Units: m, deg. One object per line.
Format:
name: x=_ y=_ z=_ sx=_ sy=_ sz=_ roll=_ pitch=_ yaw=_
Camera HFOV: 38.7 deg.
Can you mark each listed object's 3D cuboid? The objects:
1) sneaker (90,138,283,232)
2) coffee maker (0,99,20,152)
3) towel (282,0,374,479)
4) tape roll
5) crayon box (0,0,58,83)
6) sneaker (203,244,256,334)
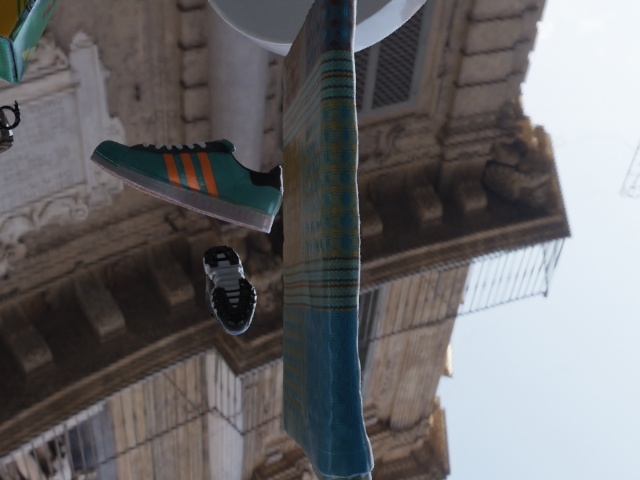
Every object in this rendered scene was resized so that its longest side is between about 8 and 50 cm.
sneaker: x=-0.204 y=-0.114 z=1.439 sx=0.302 sy=0.108 sz=0.121 roll=20 pitch=-94 yaw=-13
coffee maker: x=-0.645 y=-0.210 z=1.738 sx=0.171 sy=0.120 sz=0.178 roll=2 pitch=-175 yaw=-7
towel: x=0.000 y=0.000 z=0.770 sx=0.040 sy=0.370 sz=0.271 roll=0 pitch=179 yaw=-10
tape roll: x=0.001 y=-0.441 z=1.238 sx=0.392 sy=0.392 sz=0.072 roll=35 pitch=-172 yaw=27
crayon box: x=-0.290 y=-0.239 z=0.582 sx=0.279 sy=0.081 sz=0.165 roll=24 pitch=-106 yaw=-9
sneaker: x=-0.158 y=0.108 z=1.595 sx=0.078 sy=0.106 sz=0.234 roll=-7 pitch=-148 yaw=-12
